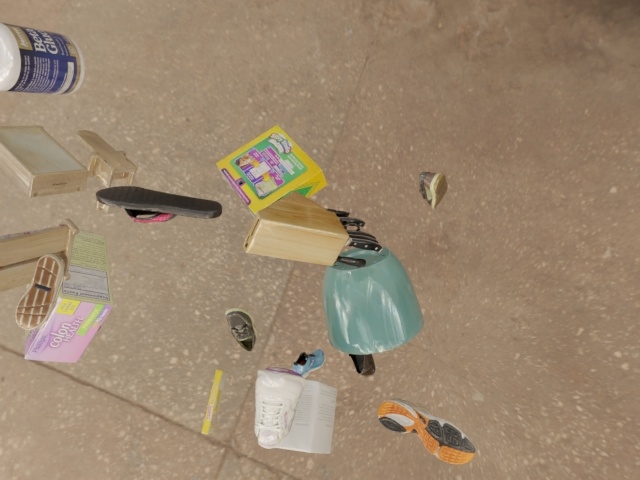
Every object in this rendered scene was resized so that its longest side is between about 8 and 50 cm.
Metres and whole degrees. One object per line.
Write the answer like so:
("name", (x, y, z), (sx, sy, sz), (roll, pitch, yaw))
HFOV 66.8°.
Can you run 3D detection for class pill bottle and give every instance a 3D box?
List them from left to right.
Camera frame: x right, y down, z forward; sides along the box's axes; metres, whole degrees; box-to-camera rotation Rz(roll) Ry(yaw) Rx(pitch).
("pill bottle", (-0.443, -0.264, 0.706), (0.094, 0.169, 0.094), (6, 105, 22))

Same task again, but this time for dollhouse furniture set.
("dollhouse furniture set", (-0.578, -0.034, 0.977), (0.174, 0.303, 0.355), (39, 120, 20))

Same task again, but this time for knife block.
("knife block", (0.000, 0.000, 1.055), (0.242, 0.276, 0.088), (32, 117, 9))

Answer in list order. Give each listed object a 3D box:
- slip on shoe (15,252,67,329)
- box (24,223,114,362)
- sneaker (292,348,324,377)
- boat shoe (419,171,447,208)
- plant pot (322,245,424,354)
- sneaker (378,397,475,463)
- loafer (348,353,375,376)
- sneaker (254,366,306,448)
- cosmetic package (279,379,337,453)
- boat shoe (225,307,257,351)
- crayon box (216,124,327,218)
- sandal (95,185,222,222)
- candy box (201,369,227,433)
("slip on shoe", (-0.444, 0.080, 0.780), (0.052, 0.041, 0.135), (22, 101, -7))
("box", (-0.604, 0.126, 1.159), (0.213, 0.117, 0.242), (-50, 44, 23))
("sneaker", (-0.040, 0.423, 1.714), (0.064, 0.162, 0.073), (8, 112, 34))
("boat shoe", (0.230, -0.109, 1.003), (0.049, 0.152, 0.056), (31, 83, 18))
("plant pot", (0.137, 0.154, 1.423), (0.293, 0.293, 0.234), (-11, 108, 11))
("sneaker", (0.293, 0.495, 1.310), (0.263, 0.121, 0.099), (25, 100, 22))
("loafer", (0.136, 0.386, 1.759), (0.080, 0.078, 0.219), (-31, 70, 26))
("sneaker", (-0.099, 0.400, 1.146), (0.114, 0.305, 0.152), (7, 53, 4))
("cosmetic package", (-0.054, 0.492, 1.366), (0.152, 0.151, 0.183), (-2, 66, 23))
("boat shoe", (-0.262, 0.306, 1.650), (0.080, 0.223, 0.073), (-12, 52, 1))
("crayon box", (-0.202, -0.268, 1.964), (0.313, 0.106, 0.363), (-34, 55, -9))
("sandal", (-0.236, -0.044, 0.708), (0.180, 0.067, 0.040), (9, 116, -9))
("candy box", (-0.361, 0.550, 1.658), (0.027, 0.105, 0.205), (10, 70, 0))
